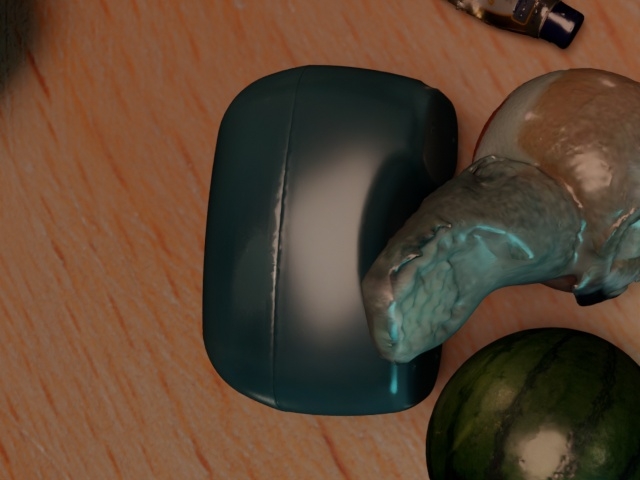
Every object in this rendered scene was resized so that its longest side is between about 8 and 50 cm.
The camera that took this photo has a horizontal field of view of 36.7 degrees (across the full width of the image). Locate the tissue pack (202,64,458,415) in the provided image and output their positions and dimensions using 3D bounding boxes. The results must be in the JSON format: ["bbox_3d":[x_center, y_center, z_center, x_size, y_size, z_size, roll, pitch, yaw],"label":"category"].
[{"bbox_3d":[0.000,0.000,0.823,0.206,0.198,0.287,3,91,17],"label":"tissue pack"}]

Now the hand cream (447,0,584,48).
[{"bbox_3d":[0.158,-0.224,0.864,0.163,0.039,0.062,35,115,19],"label":"hand cream"}]

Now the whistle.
[{"bbox_3d":[0.151,-0.025,0.741,0.189,0.348,0.189,37,142,37],"label":"whistle"}]

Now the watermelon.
[{"bbox_3d":[0.173,0.174,0.759,0.188,0.188,0.214,24,73,18],"label":"watermelon"}]
